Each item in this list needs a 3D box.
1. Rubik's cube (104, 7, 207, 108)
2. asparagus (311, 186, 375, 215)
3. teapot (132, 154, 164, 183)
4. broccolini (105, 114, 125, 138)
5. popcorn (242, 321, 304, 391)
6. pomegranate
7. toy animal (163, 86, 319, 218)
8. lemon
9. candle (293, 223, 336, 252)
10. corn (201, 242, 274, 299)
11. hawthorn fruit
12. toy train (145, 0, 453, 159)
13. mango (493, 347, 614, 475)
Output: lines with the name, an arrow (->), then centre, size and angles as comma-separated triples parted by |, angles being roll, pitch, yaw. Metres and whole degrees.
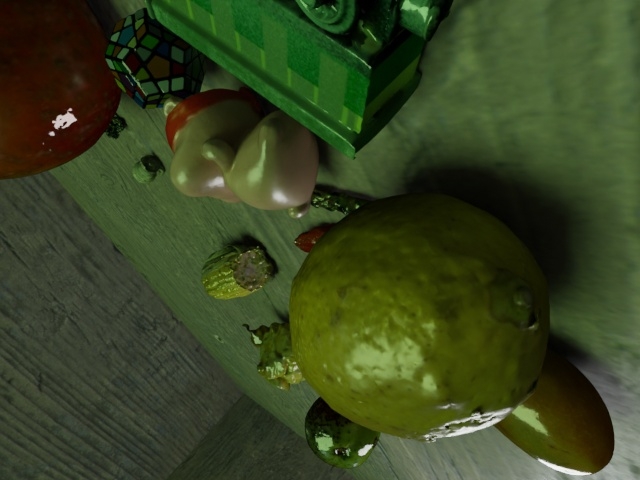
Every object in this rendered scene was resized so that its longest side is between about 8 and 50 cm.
Rubik's cube -> -0.219, -0.243, 0.657 | 0.133, 0.133, 0.112 | 27, 176, 34
asparagus -> 0.029, -0.050, 0.673 | 0.165, 0.030, 0.036 | 19, 156, 44
teapot -> -0.406, -0.171, 1.150 | 0.067, 0.057, 0.083 | 13, 165, -27
broccolini -> -0.507, -0.312, 1.076 | 0.194, 0.054, 0.052 | 56, -172, -39
popcorn -> -0.101, 0.286, 1.288 | 0.195, 0.173, 0.168 | 55, 132, 49
pomegranate -> 0.058, 0.494, 1.350 | 0.214, 0.214, 0.248 | 56, -169, -23
toy animal -> -0.105, -0.117, 0.629 | 0.197, 0.171, 0.171 | 23, 149, 27
lemon -> 0.099, 0.074, 0.504 | 0.253, 0.253, 0.310 | 48, 150, -7
candle -> 0.000, 0.000, 0.797 | 0.162, 0.048, 0.053 | -1, 95, 59
corn -> -0.207, 0.076, 1.165 | 0.305, 0.122, 0.123 | -17, 88, 61
hawthorn fruit -> -0.562, -0.286, 0.799 | 0.402, 0.403, 0.403 | 35, 155, 20
toy train -> -0.032, -0.218, 0.395 | 0.301, 0.120, 0.202 | 38, 159, 14
mango -> 0.242, 0.176, 0.603 | 0.253, 0.113, 0.138 | 41, 161, 27
